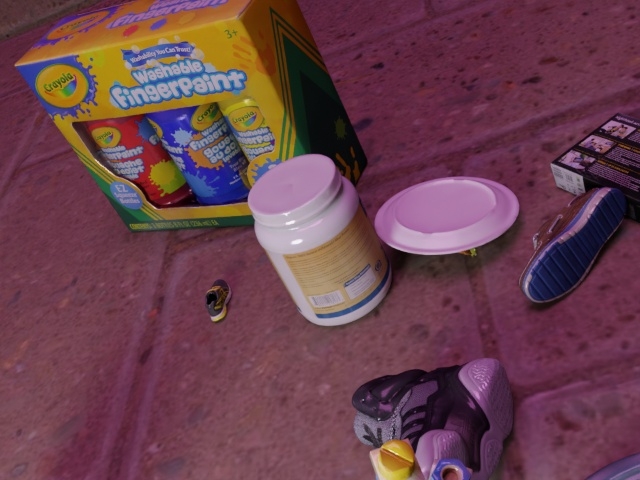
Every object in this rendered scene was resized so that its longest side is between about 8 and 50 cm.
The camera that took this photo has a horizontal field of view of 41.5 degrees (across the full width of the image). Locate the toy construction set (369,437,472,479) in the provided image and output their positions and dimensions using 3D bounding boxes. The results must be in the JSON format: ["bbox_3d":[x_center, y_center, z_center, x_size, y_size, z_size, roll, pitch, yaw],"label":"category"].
[{"bbox_3d":[0.129,0.318,0.618,0.215,0.151,0.327,5,69,6],"label":"toy construction set"}]

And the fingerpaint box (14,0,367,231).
[{"bbox_3d":[-0.204,-0.203,1.369,0.445,0.371,0.163,-2,42,30],"label":"fingerpaint box"}]

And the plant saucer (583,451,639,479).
[{"bbox_3d":[0.316,0.291,0.689,0.318,0.043,0.317,-18,36,14],"label":"plant saucer"}]

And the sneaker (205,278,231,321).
[{"bbox_3d":[-0.154,0.082,1.264,0.031,0.035,0.083,-19,36,10],"label":"sneaker"}]

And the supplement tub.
[{"bbox_3d":[0.000,0.000,1.125,0.144,0.199,0.144,-17,37,13],"label":"supplement tub"}]

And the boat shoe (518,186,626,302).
[{"bbox_3d":[0.303,0.007,1.047,0.183,0.066,0.066,-42,21,-17],"label":"boat shoe"}]

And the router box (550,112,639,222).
[{"bbox_3d":[0.415,-0.095,1.108,0.133,0.046,0.179,-36,36,-13],"label":"router box"}]

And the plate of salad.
[{"bbox_3d":[0.175,-0.030,1.174,0.200,0.048,0.199,-11,32,7],"label":"plate of salad"}]

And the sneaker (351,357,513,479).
[{"bbox_3d":[0.092,0.215,0.860,0.153,0.101,0.268,-8,20,33],"label":"sneaker"}]
